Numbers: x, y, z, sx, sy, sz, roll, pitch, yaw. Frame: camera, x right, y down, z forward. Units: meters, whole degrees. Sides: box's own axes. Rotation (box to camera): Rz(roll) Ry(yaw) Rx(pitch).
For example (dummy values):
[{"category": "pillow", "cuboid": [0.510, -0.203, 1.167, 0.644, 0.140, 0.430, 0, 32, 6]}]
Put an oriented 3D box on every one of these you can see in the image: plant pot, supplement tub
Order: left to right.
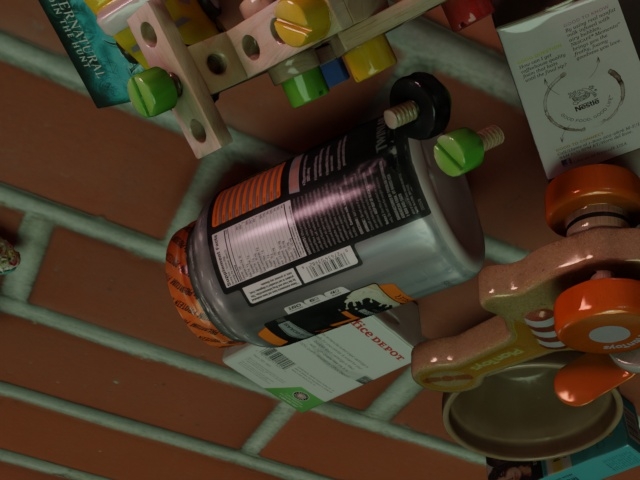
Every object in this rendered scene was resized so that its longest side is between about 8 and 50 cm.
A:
[{"category": "supplement tub", "cuboid": [0.000, 0.000, 0.867, 0.316, 0.193, 0.193, -22, 129, 24]}, {"category": "plant pot", "cuboid": [0.286, 0.200, 1.104, 0.238, 0.109, 0.237, 2, 134, 2]}]

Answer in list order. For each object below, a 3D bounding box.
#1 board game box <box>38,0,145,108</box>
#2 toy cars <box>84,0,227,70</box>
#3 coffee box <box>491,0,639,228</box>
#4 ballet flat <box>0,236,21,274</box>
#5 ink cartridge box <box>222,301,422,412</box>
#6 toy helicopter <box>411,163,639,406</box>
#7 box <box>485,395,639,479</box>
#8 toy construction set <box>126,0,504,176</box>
[{"category": "board game box", "cuboid": [-0.200, -0.221, 0.778, 0.126, 0.026, 0.186, -9, 133, 13]}, {"category": "toy cars", "cuboid": [-0.140, -0.295, 0.632, 0.177, 0.087, 0.393, 6, 129, -12]}, {"category": "coffee box", "cuboid": [0.249, -0.137, 0.732, 0.119, 0.168, 0.297, -17, 132, 19]}, {"category": "ballet flat", "cuboid": [-0.493, -0.009, 0.973, 0.241, 0.091, 0.077, 7, 113, -8]}, {"category": "ink cartridge box", "cuboid": [0.005, 0.125, 1.059, 0.219, 0.092, 0.160, -30, 126, 29]}, {"category": "toy helicopter", "cuboid": [0.230, 0.086, 0.778, 0.235, 0.140, 0.355, 21, 145, -27]}, {"category": "box", "cuboid": [0.373, 0.329, 1.233, 0.060, 0.100, 0.244, 37, 126, -27]}, {"category": "toy construction set", "cuboid": [-0.031, -0.197, 0.602, 0.237, 0.257, 0.308, -27, 125, -30]}]
